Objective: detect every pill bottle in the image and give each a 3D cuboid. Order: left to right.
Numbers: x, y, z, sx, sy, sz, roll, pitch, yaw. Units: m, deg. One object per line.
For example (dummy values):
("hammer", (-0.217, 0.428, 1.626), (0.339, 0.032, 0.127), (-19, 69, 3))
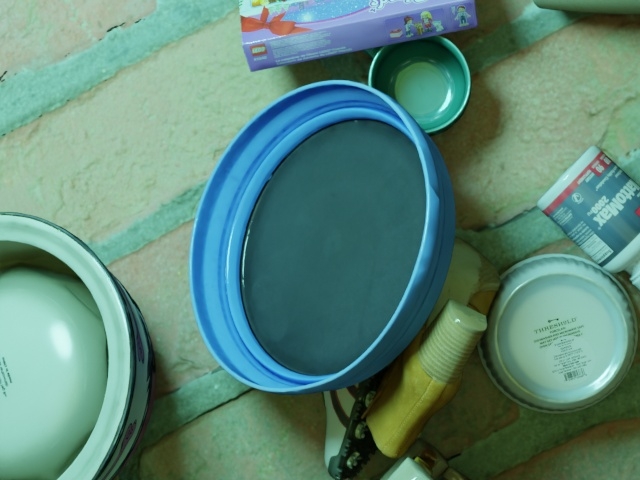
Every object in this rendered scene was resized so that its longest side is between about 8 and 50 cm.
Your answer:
("pill bottle", (0.372, -0.023, 1.834), (0.180, 0.108, 0.108), (43, 93, 4))

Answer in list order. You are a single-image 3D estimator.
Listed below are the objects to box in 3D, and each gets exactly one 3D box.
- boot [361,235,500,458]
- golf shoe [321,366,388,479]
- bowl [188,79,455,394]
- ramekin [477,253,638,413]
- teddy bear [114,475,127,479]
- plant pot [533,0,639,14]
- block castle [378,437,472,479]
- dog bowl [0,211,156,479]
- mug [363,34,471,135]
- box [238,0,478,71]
("boot", (0.126, 0.126, 1.801), (0.104, 0.295, 0.211), (30, 113, -6))
("golf shoe", (0.037, 0.172, 1.882), (0.120, 0.105, 0.272), (12, 90, 27))
("bowl", (0.000, 0.000, 1.782), (0.391, 0.077, 0.391), (-16, 66, 39))
("ramekin", (0.300, 0.119, 1.838), (0.207, 0.109, 0.207), (0, 89, 5))
("teddy bear", (-0.359, 0.442, 1.898), (0.245, 0.113, 0.338), (37, 93, 7))
("plant pot", (0.387, -0.378, 1.788), (0.274, 0.256, 0.256), (-12, 88, 21))
("block castle", (0.198, 0.464, 1.748), (0.453, 0.303, 0.213), (42, 94, 5))
("dog bowl", (-0.390, 0.175, 1.842), (0.408, 0.150, 0.407), (-3, 79, 18))
("mug", (0.124, -0.209, 1.865), (0.129, 0.097, 0.157), (-17, 87, 6))
("box", (0.040, -0.331, 1.848), (0.293, 0.057, 0.201), (-10, 54, 6))
